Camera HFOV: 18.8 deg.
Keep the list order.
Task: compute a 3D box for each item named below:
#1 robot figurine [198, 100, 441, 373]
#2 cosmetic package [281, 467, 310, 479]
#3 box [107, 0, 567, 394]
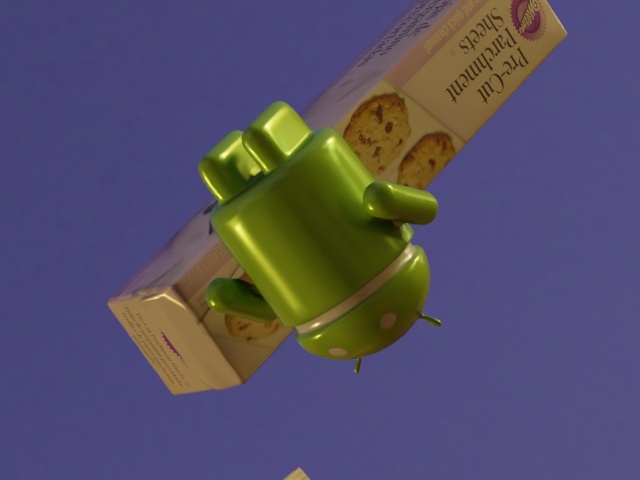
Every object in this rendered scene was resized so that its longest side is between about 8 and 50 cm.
[{"bbox_3d":[0.000,0.000,0.803,0.101,0.115,0.067,-32,9,25],"label":"robot figurine"},{"bbox_3d":[-0.002,0.207,1.213,0.060,0.115,0.041,-44,-6,21],"label":"cosmetic package"},{"bbox_3d":[0.017,-0.043,1.032,0.324,0.063,0.067,-45,-70,-35],"label":"box"}]
